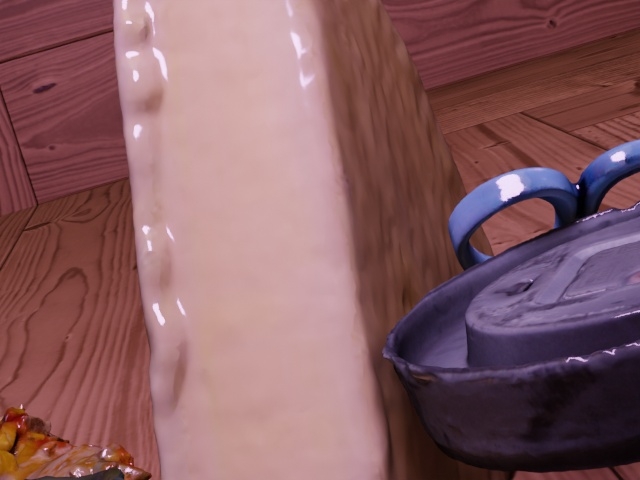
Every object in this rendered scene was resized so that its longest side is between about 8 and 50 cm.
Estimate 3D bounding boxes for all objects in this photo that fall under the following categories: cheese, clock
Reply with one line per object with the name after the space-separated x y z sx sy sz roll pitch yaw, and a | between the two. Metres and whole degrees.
0.001 0.000 0.726 0.104 0.384 0.384 -14 12 18 | cheese
0.139 0.025 0.582 0.226 0.049 0.226 -21 9 3 | clock

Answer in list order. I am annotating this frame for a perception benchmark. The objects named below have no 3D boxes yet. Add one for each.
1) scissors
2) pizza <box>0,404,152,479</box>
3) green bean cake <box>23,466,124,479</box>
0.131 0.032 0.780 0.125 0.030 0.256 -15 -31 -4 | scissors
-0.238 0.181 0.889 0.251 0.074 0.287 -27 14 -32 | pizza
-0.194 0.207 0.564 0.241 0.132 0.255 -12 15 22 | green bean cake
